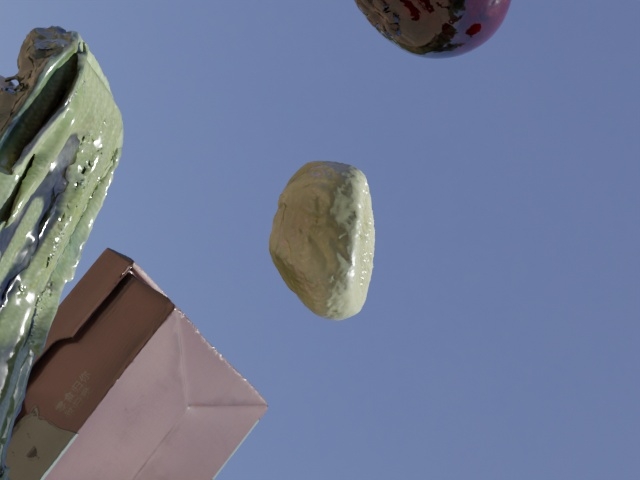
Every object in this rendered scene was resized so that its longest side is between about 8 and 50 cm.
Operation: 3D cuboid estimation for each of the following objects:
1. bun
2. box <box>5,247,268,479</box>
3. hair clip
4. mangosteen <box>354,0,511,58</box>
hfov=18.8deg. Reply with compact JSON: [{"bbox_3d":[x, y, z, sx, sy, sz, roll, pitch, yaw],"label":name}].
[{"bbox_3d":[0.000,0.000,1.383,0.115,0.069,0.115,2,90,-78],"label":"bun"},{"bbox_3d":[-0.161,0.150,1.502,0.086,0.215,0.215,31,-13,32],"label":"box"},{"bbox_3d":[-0.189,0.045,0.990,0.138,0.091,0.321,66,38,-68],"label":"hair clip"},{"bbox_3d":[0.121,-0.283,1.960,0.200,0.200,0.199,171,-90,-71],"label":"mangosteen"}]
